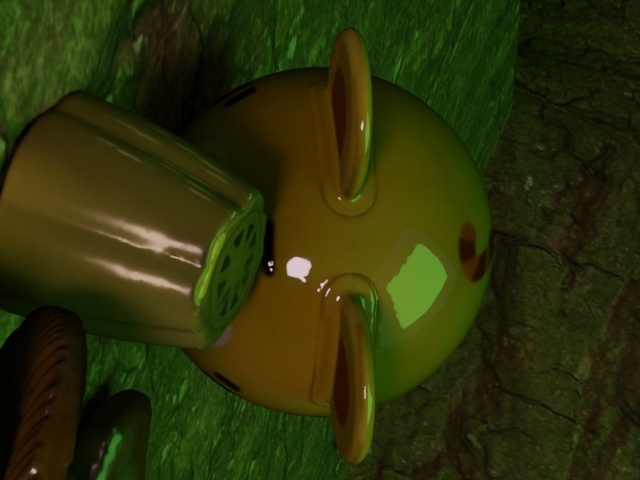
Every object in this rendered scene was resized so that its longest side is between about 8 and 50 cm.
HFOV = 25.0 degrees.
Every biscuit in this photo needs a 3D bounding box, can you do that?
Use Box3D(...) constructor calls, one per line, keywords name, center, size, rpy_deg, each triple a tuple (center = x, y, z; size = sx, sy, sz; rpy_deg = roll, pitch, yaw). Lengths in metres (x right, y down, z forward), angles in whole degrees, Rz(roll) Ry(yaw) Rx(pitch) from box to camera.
Box3D(name="biscuit", center=(-0.247, 0.197, 1.061), size=(0.318, 0.040, 0.318), rpy_deg=(-53, -154, 40))
Box3D(name="biscuit", center=(-0.252, 0.313, 1.462), size=(0.237, 0.062, 0.290), rpy_deg=(-50, 156, -52))

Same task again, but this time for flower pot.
Box3D(name="flower pot", center=(-0.147, -0.005, 1.179), size=(0.195, 0.179, 0.195), rpy_deg=(18, 90, -77))

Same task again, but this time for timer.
Box3D(name="timer", center=(0.000, 0.000, 1.356), size=(0.387, 0.376, 0.376), rpy_deg=(-161, -88, -82))
